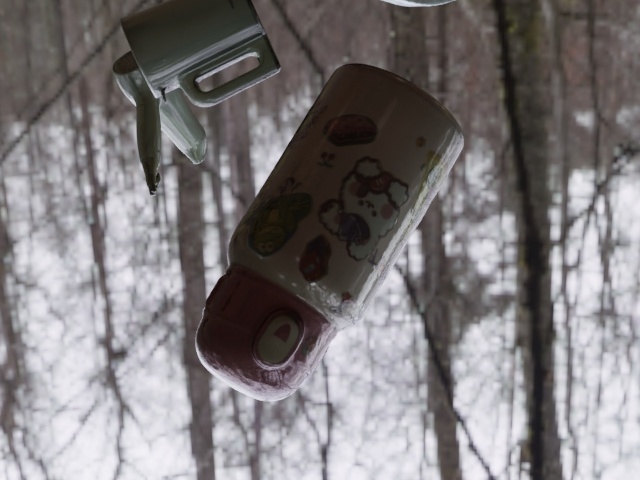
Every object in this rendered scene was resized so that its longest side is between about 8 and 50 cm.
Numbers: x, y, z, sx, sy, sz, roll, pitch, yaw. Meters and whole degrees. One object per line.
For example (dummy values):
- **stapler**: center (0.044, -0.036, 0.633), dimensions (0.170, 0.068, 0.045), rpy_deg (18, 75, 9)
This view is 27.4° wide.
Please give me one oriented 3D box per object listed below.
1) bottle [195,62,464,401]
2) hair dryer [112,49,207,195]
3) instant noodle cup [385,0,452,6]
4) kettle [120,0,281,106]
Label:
- **bottle**: center (0.000, 0.000, 0.976), dimensions (0.120, 0.120, 0.253), rpy_deg (20, -106, 39)
- **hair dryer**: center (-0.222, -0.136, 1.864), dimensions (0.075, 0.206, 0.237), rpy_deg (-20, -137, 17)
- **instant noodle cup**: center (0.028, -0.397, 1.355), dimensions (0.294, 0.293, 0.308), rpy_deg (-11, -160, -20)
- **kettle**: center (-0.138, -0.227, 1.485), dimensions (0.148, 0.098, 0.127), rpy_deg (-23, -135, -1)
